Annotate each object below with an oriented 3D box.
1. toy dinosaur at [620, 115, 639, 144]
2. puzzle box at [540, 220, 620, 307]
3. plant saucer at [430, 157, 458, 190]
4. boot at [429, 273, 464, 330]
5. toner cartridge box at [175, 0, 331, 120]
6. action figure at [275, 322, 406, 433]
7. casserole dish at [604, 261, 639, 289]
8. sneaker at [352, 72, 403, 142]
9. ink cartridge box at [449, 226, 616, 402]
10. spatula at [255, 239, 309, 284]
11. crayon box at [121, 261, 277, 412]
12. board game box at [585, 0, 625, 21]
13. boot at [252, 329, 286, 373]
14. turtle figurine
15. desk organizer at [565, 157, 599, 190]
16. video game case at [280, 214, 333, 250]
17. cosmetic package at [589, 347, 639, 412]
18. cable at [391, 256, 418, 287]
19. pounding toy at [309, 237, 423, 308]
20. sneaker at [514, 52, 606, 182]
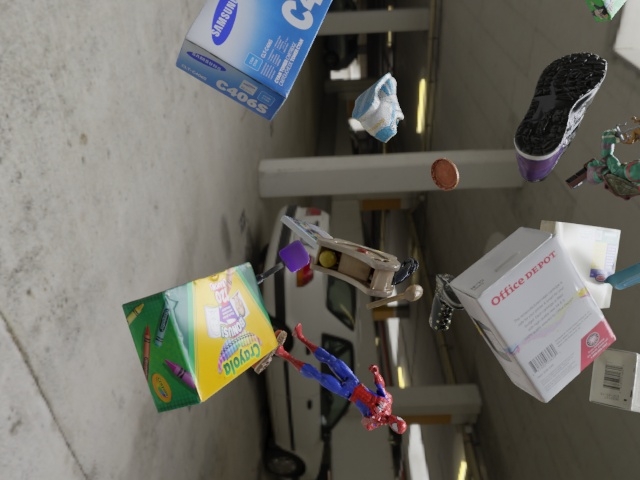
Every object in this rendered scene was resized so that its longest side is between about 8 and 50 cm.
[{"bbox_3d":[0.883,-0.287,1.530,0.112,0.064,0.211,-15,-115,49],"label":"toy dinosaur"},{"bbox_3d":[0.820,0.085,1.790,0.052,0.409,0.272,11,-85,53],"label":"puzzle box"},{"bbox_3d":[0.310,-0.165,1.392,0.083,0.013,0.083,34,-44,40],"label":"plant saucer"},{"bbox_3d":[0.422,0.227,1.848,0.236,0.085,0.178,-97,-166,-72],"label":"boot"},{"bbox_3d":[-0.076,-0.375,0.885,0.075,0.165,0.347,-35,-149,60],"label":"toner cartridge box"},{"bbox_3d":[0.050,0.257,1.036,0.091,0.280,0.139,-49,170,-25],"label":"action figure"},{"bbox_3d":[1.011,0.110,1.797,0.114,0.188,0.037,21,45,-48],"label":"casserole dish"},{"bbox_3d":[0.133,-0.291,1.228,0.092,0.087,0.228,43,36,-17],"label":"sneaker"},{"bbox_3d":[0.462,0.156,1.218,0.306,0.226,0.131,55,-7,-15],"label":"ink cartridge box"},{"bbox_3d":[-0.158,0.100,1.696,0.084,0.296,0.030,57,-21,1],"label":"spatula"},{"bbox_3d":[-0.179,0.142,0.904,0.165,0.081,0.278,72,20,-1],"label":"crayon box"},{"bbox_3d":[0.734,-0.727,1.364,0.213,0.317,0.046,46,-11,-26],"label":"board game box"},{"bbox_3d":[-0.159,0.292,1.559,0.158,0.084,0.059,-52,165,23],"label":"boot"},{"bbox_3d":[0.608,-0.139,1.100,0.175,0.118,0.234,43,5,10],"label":"turtle figurine"},{"bbox_3d":[0.996,-0.251,2.124,0.050,0.130,0.047,59,17,23],"label":"desk organizer"},{"bbox_3d":[0.000,0.000,1.671,0.183,0.201,0.023,17,109,-53],"label":"video game case"},{"bbox_3d":[0.899,0.412,1.624,0.309,0.113,0.160,23,76,-43],"label":"cosmetic package"},{"bbox_3d":[0.311,0.134,2.211,0.047,0.184,0.150,47,-22,-4],"label":"cable"},{"bbox_3d":[0.101,0.101,1.334,0.154,0.270,0.154,-17,123,-69],"label":"pounding toy"},{"bbox_3d":[0.456,-0.238,1.091,0.283,0.107,0.124,-53,149,-16],"label":"sneaker"}]
